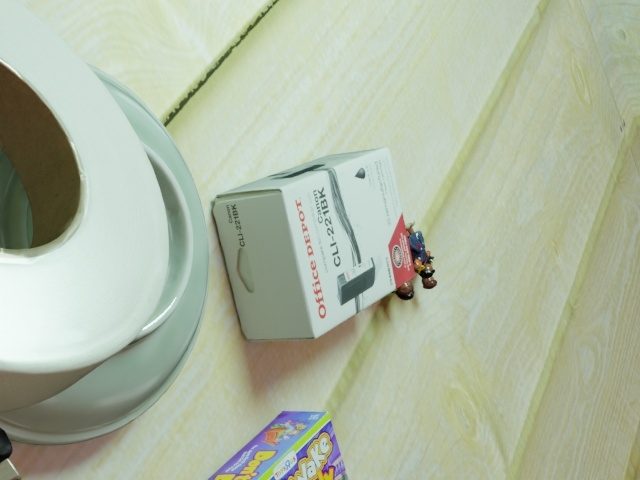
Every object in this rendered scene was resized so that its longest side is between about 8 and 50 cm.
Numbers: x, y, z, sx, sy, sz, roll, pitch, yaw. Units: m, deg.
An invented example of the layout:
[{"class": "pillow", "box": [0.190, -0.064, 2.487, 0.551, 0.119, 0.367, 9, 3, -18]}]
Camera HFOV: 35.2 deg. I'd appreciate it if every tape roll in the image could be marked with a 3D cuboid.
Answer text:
[{"class": "tape roll", "box": [-0.281, -0.059, 0.755, 0.392, 0.072, 0.392, 39, 32, -30]}]

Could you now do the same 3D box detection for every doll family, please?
[{"class": "doll family", "box": [0.135, 0.037, 1.566, 0.193, 0.076, 0.111, -28, 88, -48]}]

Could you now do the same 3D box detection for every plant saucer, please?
[{"class": "plant saucer", "box": [-0.234, 0.000, 1.000, 0.400, 0.100, 0.401, 12, 74, -49]}]

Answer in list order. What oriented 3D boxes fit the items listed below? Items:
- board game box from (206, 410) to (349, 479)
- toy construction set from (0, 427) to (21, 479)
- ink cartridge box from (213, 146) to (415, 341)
[{"class": "board game box", "box": [-0.077, 0.391, 1.209, 0.347, 0.078, 0.233, -36, 114, -51]}, {"class": "toy construction set", "box": [-0.362, 0.190, 0.710, 0.237, 0.257, 0.309, -22, 102, -43]}, {"class": "ink cartridge box", "box": [0.000, 0.000, 1.347, 0.273, 0.114, 0.197, -26, 106, -52]}]
